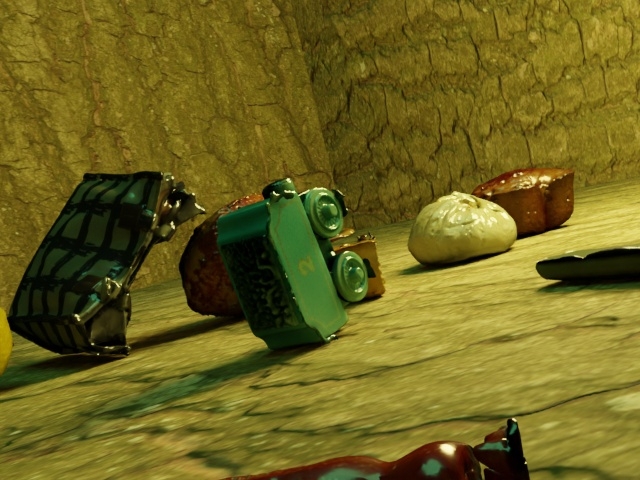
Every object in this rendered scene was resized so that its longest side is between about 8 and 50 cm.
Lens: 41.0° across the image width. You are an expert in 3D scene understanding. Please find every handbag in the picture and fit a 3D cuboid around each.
[{"bbox_3d":[-0.370,0.037,1.466,0.162,0.325,0.327,34,-21,-29],"label":"handbag"}]

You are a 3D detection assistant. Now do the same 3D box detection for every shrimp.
[{"bbox_3d":[0.000,0.000,1.396,0.114,0.023,0.083,-16,2,5],"label":"shrimp"}]

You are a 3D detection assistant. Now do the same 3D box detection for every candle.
[{"bbox_3d":[-0.063,0.139,0.400,0.329,0.051,0.048,-15,-34,19],"label":"candle"}]

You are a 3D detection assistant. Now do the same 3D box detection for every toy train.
[{"bbox_3d":[-0.033,0.029,1.049,0.112,0.203,0.163,-18,8,38],"label":"toy train"}]

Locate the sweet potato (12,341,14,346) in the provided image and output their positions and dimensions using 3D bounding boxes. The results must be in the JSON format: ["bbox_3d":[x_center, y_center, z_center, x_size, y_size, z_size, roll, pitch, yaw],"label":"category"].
[{"bbox_3d":[-0.682,0.233,1.567,0.078,0.058,0.255,11,19,28],"label":"sweet potato"}]

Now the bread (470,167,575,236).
[{"bbox_3d":[0.406,-0.079,1.800,0.232,0.135,0.247,-14,3,-11],"label":"bread"}]

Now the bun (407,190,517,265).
[{"bbox_3d":[0.258,-0.029,1.588,0.222,0.127,0.222,-12,0,0],"label":"bun"}]

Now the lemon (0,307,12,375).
[{"bbox_3d":[-0.553,0.155,1.254,0.203,0.178,0.178,-10,4,31],"label":"lemon"}]

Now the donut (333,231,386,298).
[{"bbox_3d":[0.020,0.049,1.408,0.152,0.101,0.259,-14,3,0],"label":"donut"}]

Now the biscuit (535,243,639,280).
[{"bbox_3d":[0.377,0.017,0.940,0.099,0.038,0.322,-11,0,-35],"label":"biscuit"}]

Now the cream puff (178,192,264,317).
[{"bbox_3d":[-0.136,0.037,1.492,0.240,0.164,0.240,-36,-18,-14],"label":"cream puff"}]
